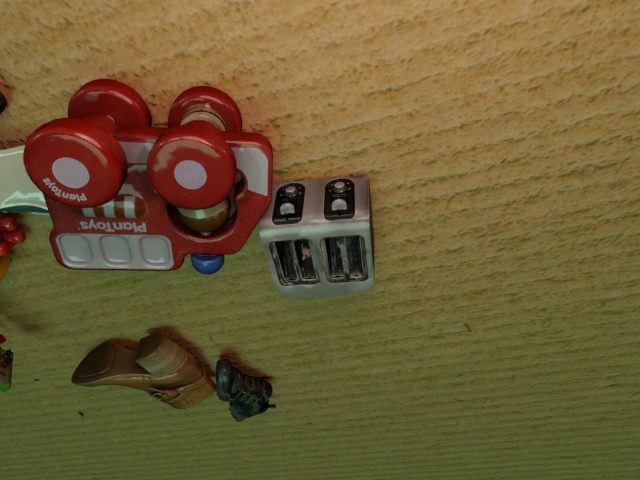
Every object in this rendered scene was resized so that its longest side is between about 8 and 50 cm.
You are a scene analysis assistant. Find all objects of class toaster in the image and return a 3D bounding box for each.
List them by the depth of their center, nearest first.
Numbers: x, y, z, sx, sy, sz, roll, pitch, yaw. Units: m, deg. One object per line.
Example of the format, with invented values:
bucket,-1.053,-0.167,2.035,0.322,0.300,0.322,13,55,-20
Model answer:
toaster,0.000,0.000,0.680,0.167,0.110,0.186,-3,130,8

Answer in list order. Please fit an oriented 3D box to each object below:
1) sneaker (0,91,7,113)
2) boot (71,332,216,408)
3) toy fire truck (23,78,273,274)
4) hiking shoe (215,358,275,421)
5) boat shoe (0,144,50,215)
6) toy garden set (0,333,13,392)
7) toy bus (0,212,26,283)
sneaker,-0.578,-0.175,0.596,0.286,0.109,0.130,-27,114,16
boot,-0.404,0.319,0.997,0.283,0.109,0.220,-21,130,12
toy fire truck,-0.218,-0.062,0.581,0.301,0.169,0.254,1,128,-9
hiking shoe,-0.175,0.343,1.012,0.114,0.086,0.227,-14,135,-2
boat shoe,-0.417,-0.092,0.653,0.319,0.099,0.117,-5,103,-11
toy garden set,-0.721,0.174,0.852,0.049,0.203,0.244,-45,130,-6
toy bus,-0.627,0.025,0.744,0.211,0.150,0.220,-6,133,-11
